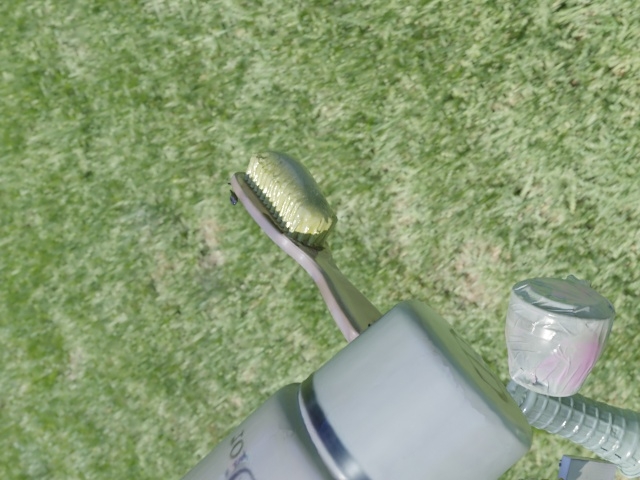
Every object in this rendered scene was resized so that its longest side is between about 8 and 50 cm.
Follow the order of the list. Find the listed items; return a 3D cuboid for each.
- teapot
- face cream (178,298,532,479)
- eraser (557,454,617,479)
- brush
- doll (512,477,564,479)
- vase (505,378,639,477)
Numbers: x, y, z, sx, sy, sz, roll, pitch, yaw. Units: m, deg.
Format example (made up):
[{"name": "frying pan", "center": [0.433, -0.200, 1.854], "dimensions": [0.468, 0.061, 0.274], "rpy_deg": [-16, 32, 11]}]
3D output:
[{"name": "teapot", "center": [0.375, 0.152, 1.467], "dimensions": [0.163, 0.221, 0.178], "rpy_deg": [9, 108, -2]}, {"name": "face cream", "center": [-0.049, 0.154, 0.391], "dimensions": [0.314, 0.143, 0.089], "rpy_deg": [-43, 118, 9]}, {"name": "eraser", "center": [0.411, 0.420, 1.420], "dimensions": [0.023, 0.104, 0.150], "rpy_deg": [11, 88, 63]}, {"name": "brush", "center": [-0.001, -0.001, 0.801], "dimensions": [0.313, 0.072, 0.067], "rpy_deg": [52, 125, 49]}, {"name": "doll", "center": [0.310, 0.401, 1.342], "dimensions": [0.127, 0.073, 0.084], "rpy_deg": [-21, 57, 26]}, {"name": "vase", "center": [0.516, 0.357, 1.779], "dimensions": [0.299, 0.143, 0.143], "rpy_deg": [23, 137, -12]}]
